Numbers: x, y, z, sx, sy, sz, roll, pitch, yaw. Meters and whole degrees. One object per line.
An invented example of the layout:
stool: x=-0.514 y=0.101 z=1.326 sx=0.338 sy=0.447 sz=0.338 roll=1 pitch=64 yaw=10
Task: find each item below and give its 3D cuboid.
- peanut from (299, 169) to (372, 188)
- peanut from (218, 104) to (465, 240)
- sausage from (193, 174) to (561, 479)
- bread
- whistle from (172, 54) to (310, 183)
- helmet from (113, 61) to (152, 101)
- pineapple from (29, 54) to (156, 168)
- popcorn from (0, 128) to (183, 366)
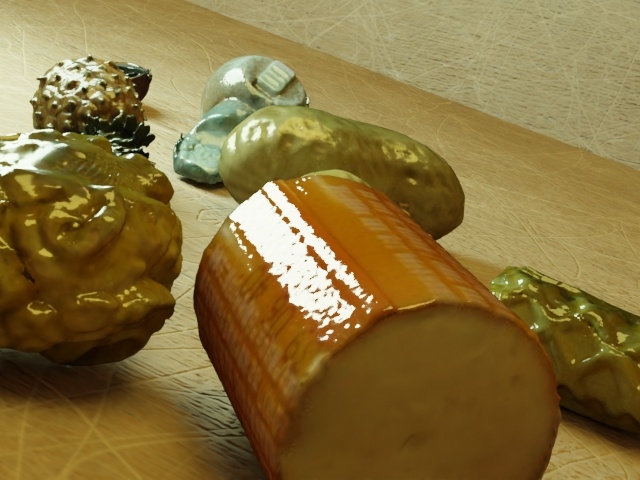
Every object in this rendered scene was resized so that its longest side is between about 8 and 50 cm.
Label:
peanut: x=0.000 y=0.000 z=1.393 sx=0.149 sy=0.149 sz=0.313 roll=17 pitch=21 yaw=-2
peanut: x=0.041 y=-0.087 z=1.649 sx=0.387 sy=0.170 sz=0.192 roll=9 pitch=24 yaw=-27
sausage: x=0.033 y=0.096 z=0.947 sx=0.233 sy=0.233 sz=0.287 roll=11 pitch=17 yaw=-21
bread: x=0.296 y=0.126 z=1.293 sx=0.267 sy=0.130 sz=0.152 roll=23 pitch=8 yaw=19
whistle: x=-0.135 y=-0.170 z=1.828 sx=0.189 sy=0.189 sz=0.348 roll=21 pitch=39 yaw=12
helmet: x=-0.343 y=-0.267 z=2.007 sx=0.098 sy=0.070 sz=0.123 roll=6 pitch=14 yaw=-7
pineapple: x=-0.288 y=-0.126 z=1.527 sx=0.157 sy=0.158 sz=0.279 roll=7 pitch=32 yaw=-31
popcorn: x=-0.229 y=0.007 z=1.012 sx=0.250 sy=0.190 sz=0.250 roll=9 pitch=31 yaw=-5
